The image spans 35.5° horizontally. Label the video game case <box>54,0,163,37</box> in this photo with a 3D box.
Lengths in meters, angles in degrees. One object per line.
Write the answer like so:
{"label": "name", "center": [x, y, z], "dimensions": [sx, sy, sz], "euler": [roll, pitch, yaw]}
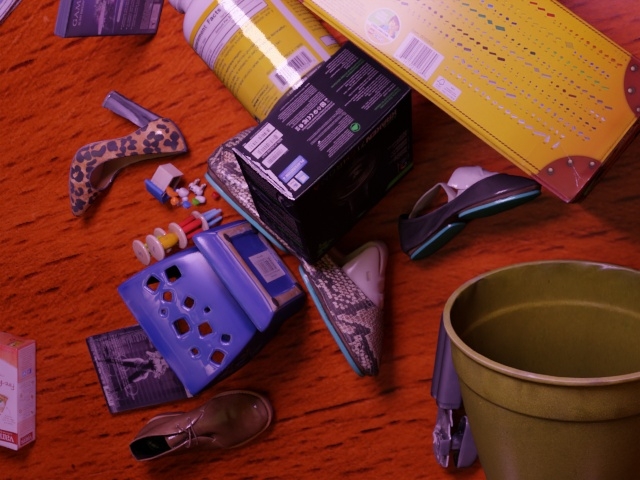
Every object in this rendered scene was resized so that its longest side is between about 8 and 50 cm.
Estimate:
{"label": "video game case", "center": [-0.336, -0.440, 1.679], "dimensions": [0.026, 0.274, 0.196], "euler": [23, 110, 18]}

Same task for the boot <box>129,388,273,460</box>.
{"label": "boot", "center": [-0.230, 0.366, 1.913], "dimensions": [0.305, 0.115, 0.112], "euler": [-20, 92, 25]}

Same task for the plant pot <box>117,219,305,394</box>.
{"label": "plant pot", "center": [-0.173, 0.100, 1.766], "dimensions": [0.212, 0.236, 0.236], "euler": [-39, 85, 19]}

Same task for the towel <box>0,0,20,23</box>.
{"label": "towel", "center": [-0.655, -0.575, 1.923], "dimensions": [0.209, 0.034, 0.285], "euler": [-38, 85, 25]}

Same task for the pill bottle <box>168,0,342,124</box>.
{"label": "pill bottle", "center": [-0.103, -0.334, 1.651], "dimensions": [0.188, 0.188, 0.334], "euler": [-44, 82, 26]}

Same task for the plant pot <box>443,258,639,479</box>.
{"label": "plant pot", "center": [0.374, 0.264, 1.518], "dimensions": [0.367, 0.366, 0.352], "euler": [6, 116, 22]}

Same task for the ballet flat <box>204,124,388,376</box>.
{"label": "ballet flat", "center": [0.000, 0.000, 1.715], "dimensions": [0.182, 0.164, 0.482], "euler": [-38, 83, 7]}

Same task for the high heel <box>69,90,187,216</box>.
{"label": "high heel", "center": [-0.363, -0.126, 1.866], "dimensions": [0.186, 0.093, 0.261], "euler": [31, 107, 16]}

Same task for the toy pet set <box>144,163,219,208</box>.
{"label": "toy pet set", "center": [-0.265, -0.081, 1.817], "dimensions": [0.114, 0.122, 0.065], "euler": [39, 113, 12]}

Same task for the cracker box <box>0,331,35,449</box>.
{"label": "cracker box", "center": [-0.685, 0.313, 2.125], "dimensions": [0.156, 0.067, 0.232], "euler": [10, 107, 22]}

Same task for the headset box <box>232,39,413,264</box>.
{"label": "headset box", "center": [0.015, -0.122, 1.548], "dimensions": [0.131, 0.283, 0.246], "euler": [42, 77, 19]}

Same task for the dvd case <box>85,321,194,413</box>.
{"label": "dvd case", "center": [-0.356, 0.249, 1.992], "dimensions": [0.221, 0.018, 0.164], "euler": [-15, 95, 27]}

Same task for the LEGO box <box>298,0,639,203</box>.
{"label": "LEGO box", "center": [0.218, -0.271, 1.408], "dimensions": [0.500, 0.372, 0.193], "euler": [39, 101, 10]}

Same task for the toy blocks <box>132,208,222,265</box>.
{"label": "toy blocks", "center": [-0.259, -0.013, 1.845], "dimensions": [0.123, 0.148, 0.054], "euler": [-14, 105, 58]}

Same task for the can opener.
{"label": "can opener", "center": [0.241, 0.257, 1.717], "dimensions": [0.095, 0.076, 0.283], "euler": [3, 105, -10]}

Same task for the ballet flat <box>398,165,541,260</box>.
{"label": "ballet flat", "center": [0.223, -0.060, 1.607], "dimensions": [0.280, 0.095, 0.096], "euler": [-31, 72, 39]}
